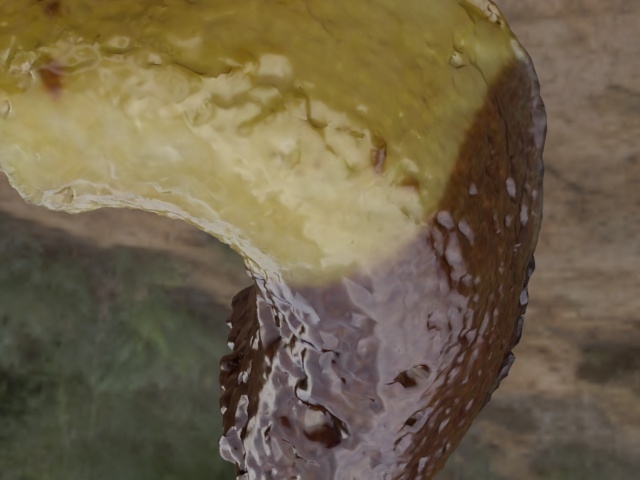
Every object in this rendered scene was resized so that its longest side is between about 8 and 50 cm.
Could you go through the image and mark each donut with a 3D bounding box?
[{"bbox_3d":[0.000,0.000,0.482,0.151,0.112,0.295,-14,123,27],"label":"donut"}]
